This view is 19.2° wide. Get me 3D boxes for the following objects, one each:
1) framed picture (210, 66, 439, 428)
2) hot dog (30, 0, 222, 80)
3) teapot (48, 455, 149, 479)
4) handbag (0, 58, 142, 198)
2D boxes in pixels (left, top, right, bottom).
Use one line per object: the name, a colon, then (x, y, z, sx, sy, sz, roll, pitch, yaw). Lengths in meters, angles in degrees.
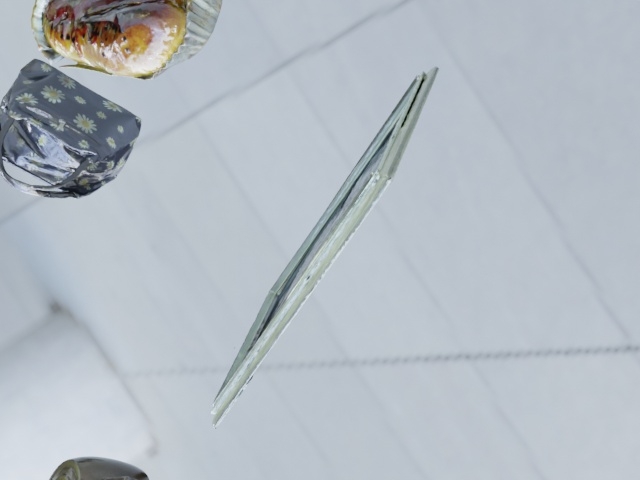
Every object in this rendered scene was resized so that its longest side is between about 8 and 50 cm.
framed picture: (0.000, 0.000, 1.618, 0.019, 0.232, 0.296, 33, 119, -4)
hot dog: (-0.212, -0.255, 2.027, 0.270, 0.163, 0.082, 13, 162, 46)
teapot: (-0.160, 0.184, 1.314, 0.068, 0.076, 0.121, 21, 150, -31)
handbag: (-0.221, -0.076, 1.550, 0.115, 0.139, 0.072, 30, 119, -4)
